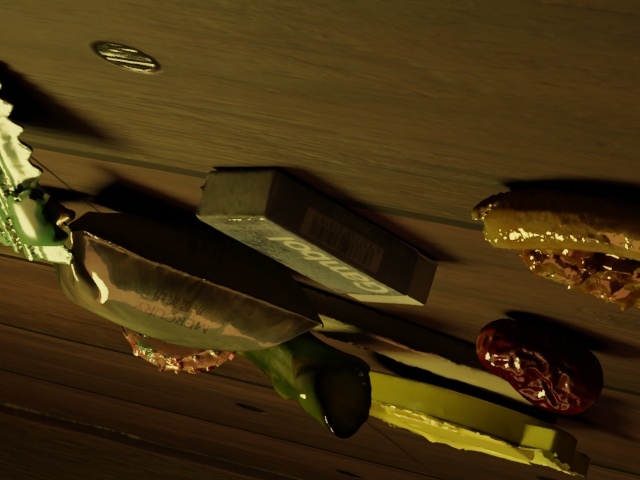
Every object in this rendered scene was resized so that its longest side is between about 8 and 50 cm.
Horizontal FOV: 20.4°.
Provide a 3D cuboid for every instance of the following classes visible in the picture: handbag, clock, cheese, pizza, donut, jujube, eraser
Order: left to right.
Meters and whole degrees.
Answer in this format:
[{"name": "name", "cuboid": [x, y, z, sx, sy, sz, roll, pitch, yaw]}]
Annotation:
[{"name": "handbag", "cuboid": [-0.144, 0.041, 1.726, 0.270, 0.117, 0.182, 21, 170, -18]}, {"name": "donut", "cuboid": [-0.149, 0.096, 1.949, 0.166, 0.117, 0.065, 13, 161, 19]}, {"name": "eraser", "cuboid": [0.000, 0.000, 1.526, 0.092, 0.046, 0.212, 2, 159, 47]}, {"name": "cheese", "cuboid": [0.063, 0.098, 1.874, 0.400, 0.034, 0.085, 19, 162, -10]}, {"name": "clock", "cuboid": [0.165, 0.196, 2.043, 0.293, 0.071, 0.277, 14, 170, 14]}, {"name": "jujube", "cuboid": [0.207, 0.118, 1.688, 0.129, 0.077, 0.077, 26, 165, -14]}, {"name": "pizza", "cuboid": [0.252, 0.024, 1.291, 0.292, 0.058, 0.197, 13, 167, 15]}]

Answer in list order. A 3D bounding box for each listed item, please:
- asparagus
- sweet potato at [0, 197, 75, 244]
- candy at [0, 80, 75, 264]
[{"name": "asparagus", "cuboid": [-0.024, 0.133, 1.931, 0.082, 0.085, 0.343, 27, -178, -22]}, {"name": "sweet potato", "cuboid": [-0.312, -0.024, 1.803, 0.065, 0.051, 0.218, 24, 164, -31]}, {"name": "candy", "cuboid": [-0.421, -0.075, 1.502, 0.398, 0.172, 0.263, 1, 151, 12]}]
